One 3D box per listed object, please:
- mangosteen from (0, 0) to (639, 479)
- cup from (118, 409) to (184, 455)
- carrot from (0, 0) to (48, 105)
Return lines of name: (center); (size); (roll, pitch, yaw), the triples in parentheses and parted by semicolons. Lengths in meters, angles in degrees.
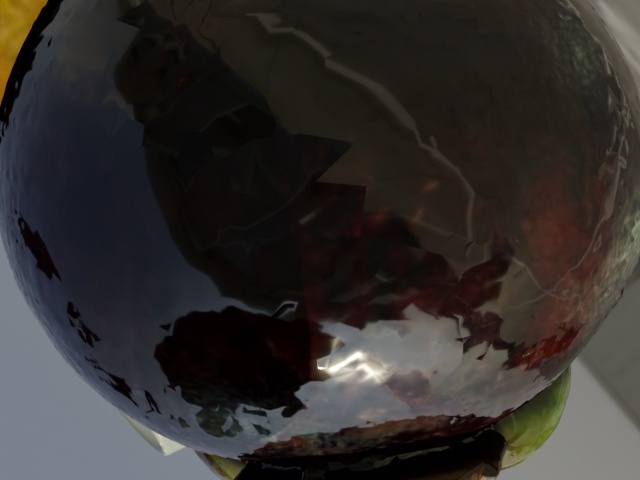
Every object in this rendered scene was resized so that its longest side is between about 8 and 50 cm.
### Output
mangosteen: (-0.005, -0.013, 0.681); (0.300, 0.300, 0.300); (48, -172, -9)
cup: (-0.154, 0.111, 1.738); (0.258, 0.234, 0.186); (31, 156, 51)
carrot: (-0.256, -0.163, 0.889); (0.340, 0.224, 0.224); (15, 159, 47)
